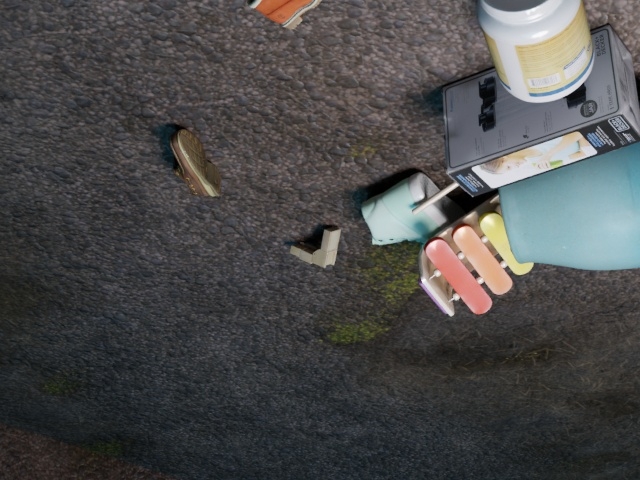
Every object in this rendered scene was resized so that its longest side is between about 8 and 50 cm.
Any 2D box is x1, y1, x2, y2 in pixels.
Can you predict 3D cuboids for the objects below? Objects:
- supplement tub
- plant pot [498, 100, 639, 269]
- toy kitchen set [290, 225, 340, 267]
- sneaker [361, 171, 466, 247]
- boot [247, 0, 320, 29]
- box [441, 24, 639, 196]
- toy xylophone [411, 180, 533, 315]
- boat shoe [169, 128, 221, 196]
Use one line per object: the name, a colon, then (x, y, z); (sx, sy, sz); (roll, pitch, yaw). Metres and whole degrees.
supplement tub: (0.300, -0.304, 1.811); (0.144, 0.144, 0.199); (-8, 148, 16)
plant pot: (0.422, -0.072, 2.061); (0.255, 0.271, 0.271); (-10, 147, 17)
toy kitchen set: (0.000, 0.000, 2.451); (0.083, 0.075, 0.068); (22, -158, 30)
sneaker: (0.177, -0.018, 2.340); (0.151, 0.094, 0.256); (-22, 134, 27)
boot: (-0.042, -0.361, 1.823); (0.085, 0.059, 0.158); (23, 145, -22)
box: (0.333, -0.195, 1.973); (0.290, 0.169, 0.087); (-19, 146, 28)
toy xylophone: (0.295, -0.019, 2.241); (0.323, 0.081, 0.236); (-41, 126, 13)
boat shoe: (-0.225, -0.126, 2.212); (0.060, 0.064, 0.178); (-9, 150, 13)
